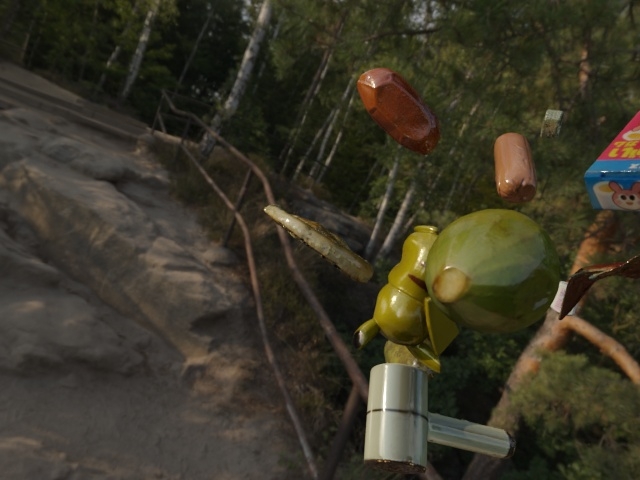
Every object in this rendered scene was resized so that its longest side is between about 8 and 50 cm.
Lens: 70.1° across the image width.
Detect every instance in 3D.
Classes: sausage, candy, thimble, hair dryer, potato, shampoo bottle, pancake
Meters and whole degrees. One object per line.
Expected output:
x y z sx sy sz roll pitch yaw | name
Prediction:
0.632 -0.237 1.484 0.121 0.121 0.304 19 45 -1 | sausage
0.679 -0.178 0.900 0.157 0.306 0.100 13 -42 56 | candy
0.901 -0.451 1.774 0.062 0.109 0.084 18 14 31 | thimble
0.273 0.408 0.984 0.362 0.203 0.128 16 -35 -11 | hair dryer
0.251 0.331 1.260 0.113 0.149 0.251 51 -7 -11 | potato
0.743 0.181 1.377 0.072 0.099 0.043 23 19 29 | shampoo bottle
0.001 0.000 1.370 0.387 0.082 0.387 34 1 -1 | pancake
0.138 -0.224 0.787 0.179 0.089 0.089 41 1 -10 | sausage

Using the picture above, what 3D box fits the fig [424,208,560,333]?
0.274 0.060 0.742 0.207 0.207 0.230 21 39 15 | fig

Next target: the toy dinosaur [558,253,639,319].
0.526 0.083 0.778 0.207 0.112 0.327 3 -15 -35 | toy dinosaur

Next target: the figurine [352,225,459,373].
0.235 0.137 1.064 0.218 0.326 0.169 29 3 -6 | figurine
